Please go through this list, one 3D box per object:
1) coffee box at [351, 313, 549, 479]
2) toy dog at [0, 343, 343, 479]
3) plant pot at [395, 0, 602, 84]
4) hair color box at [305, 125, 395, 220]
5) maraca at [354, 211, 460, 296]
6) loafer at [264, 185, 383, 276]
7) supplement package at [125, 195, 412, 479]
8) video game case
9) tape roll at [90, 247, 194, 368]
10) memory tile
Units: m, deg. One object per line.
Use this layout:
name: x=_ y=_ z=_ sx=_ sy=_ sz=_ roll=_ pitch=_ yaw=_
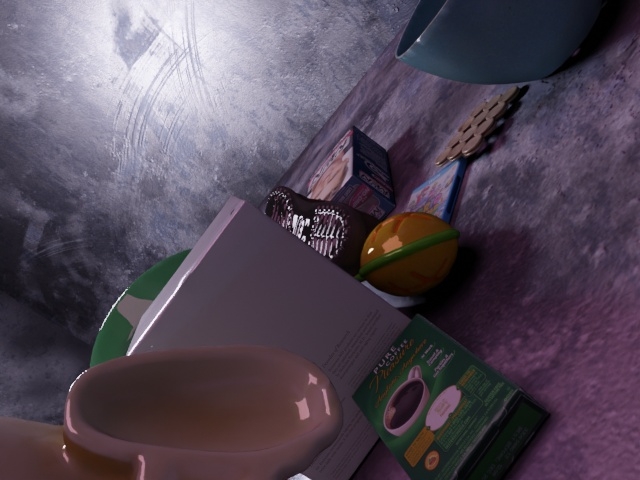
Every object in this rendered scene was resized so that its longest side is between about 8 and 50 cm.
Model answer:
coffee box: x=0.102 y=0.143 z=0.509 sx=0.113 sy=0.040 sz=0.184 roll=-53 pitch=19 yaw=-2
toy dog: x=-0.162 y=0.313 z=0.369 sx=0.284 sy=0.396 sz=0.407 roll=-100 pitch=12 yaw=-54
plant pot: x=0.266 y=-0.333 z=0.811 sx=0.290 sy=0.196 sz=0.290 roll=-58 pitch=10 yaw=16
hair color box: x=0.053 y=-0.105 z=1.210 sx=0.174 sy=0.105 sz=0.347 roll=-49 pitch=14 yaw=22
maraca: x=0.104 y=0.021 z=0.722 sx=0.127 sy=0.099 sz=0.185 roll=-17 pitch=-10 yaw=-12
loafer: x=0.000 y=0.000 z=0.946 sx=0.366 sy=0.130 sz=0.133 roll=24 pitch=96 yaw=62
supplement package: x=-0.047 y=0.103 z=0.670 sx=0.199 sy=0.263 sz=0.198 roll=-54 pitch=13 yaw=-2
video game case: x=0.160 y=-0.043 z=0.872 sx=0.119 sy=0.015 sz=0.166 roll=-39 pitch=20 yaw=50
tape roll: x=-0.176 y=0.169 z=0.875 sx=0.077 sy=0.321 sz=0.321 roll=25 pitch=76 yaw=40
memory tile: x=0.240 y=-0.173 z=0.894 sx=0.148 sy=0.012 sz=0.113 roll=-52 pitch=13 yaw=-20
